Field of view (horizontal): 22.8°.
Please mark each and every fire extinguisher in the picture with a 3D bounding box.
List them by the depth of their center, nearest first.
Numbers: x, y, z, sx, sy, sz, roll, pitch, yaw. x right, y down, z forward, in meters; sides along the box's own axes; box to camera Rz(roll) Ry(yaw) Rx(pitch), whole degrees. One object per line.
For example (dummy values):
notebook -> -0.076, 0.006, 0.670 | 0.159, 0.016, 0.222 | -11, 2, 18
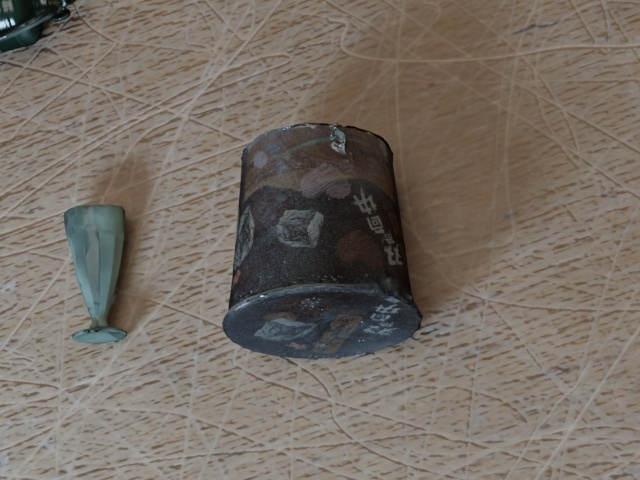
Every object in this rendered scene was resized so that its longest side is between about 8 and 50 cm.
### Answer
fire extinguisher -> -0.425, -0.269, 1.969 | 0.294, 0.093, 0.118 | -12, 30, 10

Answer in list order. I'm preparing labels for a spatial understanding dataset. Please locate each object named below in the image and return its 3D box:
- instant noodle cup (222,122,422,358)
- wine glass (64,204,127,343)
instant noodle cup -> 0.000, 0.000, 1.719 | 0.217, 0.217, 0.207 | -8, 65, 13
wine glass -> -0.262, 0.038, 1.844 | 0.073, 0.073, 0.155 | -6, 73, 13
